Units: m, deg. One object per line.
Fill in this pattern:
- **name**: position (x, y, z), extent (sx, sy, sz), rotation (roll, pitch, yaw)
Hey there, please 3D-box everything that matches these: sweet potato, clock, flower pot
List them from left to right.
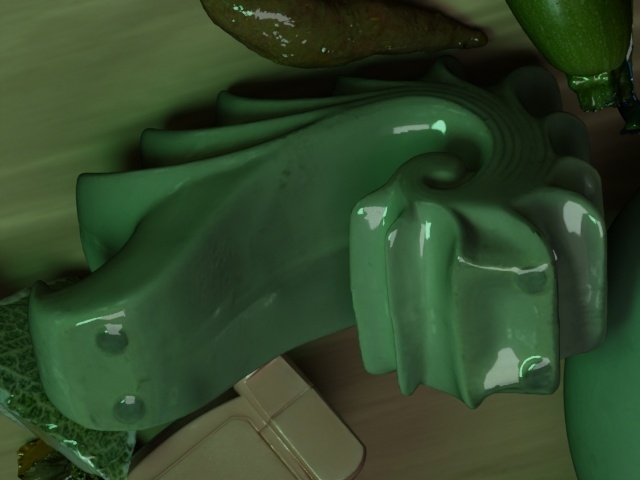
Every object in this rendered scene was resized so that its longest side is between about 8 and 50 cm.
- **clock**: position (-0.071, 0.212, 1.365), extent (0.227, 0.241, 0.142), rotation (-38, 78, -11)
- **flower pot**: position (0.000, 0.000, 1.218), extent (0.368, 0.254, 0.164), rotation (-7, 123, 4)
- **sweet potato**: position (0.007, -0.142, 1.241), extent (0.226, 0.068, 0.068), rotation (12, 121, -17)

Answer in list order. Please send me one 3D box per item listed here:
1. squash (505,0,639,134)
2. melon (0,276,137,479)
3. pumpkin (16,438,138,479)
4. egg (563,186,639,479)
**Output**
- **squash**: position (0.135, -0.209, 1.161), extent (0.087, 0.087, 0.331), rotation (-21, 110, 10)
- **melon**: position (-0.200, 0.101, 1.289), extent (0.139, 0.202, 0.093), rotation (11, 121, -26)
- **pumpkin**: position (-0.185, 0.176, 1.439), extent (0.083, 0.054, 0.074), rotation (-35, 123, 12)
- **egg**: position (0.307, 0.098, 1.285), extent (0.276, 0.276, 0.389), rotation (0, 120, -3)
